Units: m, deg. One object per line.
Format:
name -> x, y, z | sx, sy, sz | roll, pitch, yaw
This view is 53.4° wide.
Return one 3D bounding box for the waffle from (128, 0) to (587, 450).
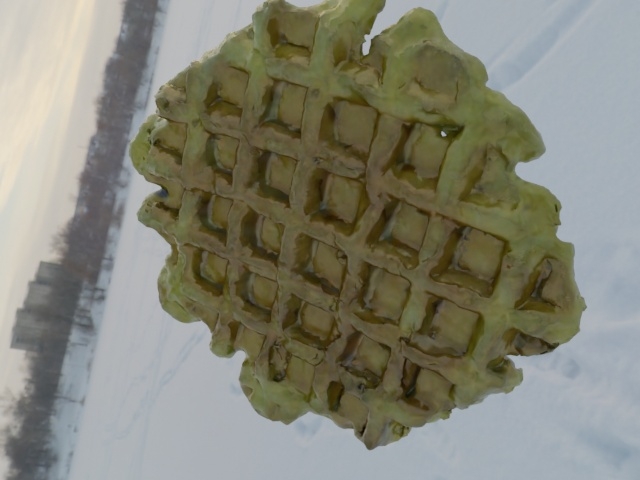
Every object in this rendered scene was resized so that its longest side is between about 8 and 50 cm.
waffle -> 0.000, 0.000, 0.435 | 0.324, 0.068, 0.302 | -28, 92, 39
